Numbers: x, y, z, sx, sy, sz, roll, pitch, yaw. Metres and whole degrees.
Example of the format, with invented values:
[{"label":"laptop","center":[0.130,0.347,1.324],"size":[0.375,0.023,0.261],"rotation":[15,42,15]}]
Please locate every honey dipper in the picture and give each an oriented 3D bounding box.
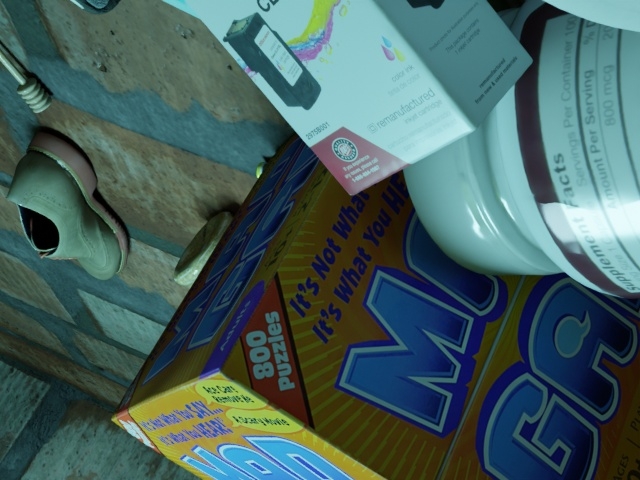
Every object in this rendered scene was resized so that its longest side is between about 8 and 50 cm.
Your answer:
[{"label":"honey dipper","center":[-0.399,-0.229,1.136],"size":[0.030,0.030,0.161],"rotation":[7,144,39]}]

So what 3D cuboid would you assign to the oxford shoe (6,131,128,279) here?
[{"label":"oxford shoe","center":[-0.399,-0.019,1.398],"size":[0.123,0.130,0.348],"rotation":[20,153,19]}]

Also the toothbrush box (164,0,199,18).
[{"label":"toothbrush box","center":[-0.066,-0.267,0.618],"size":[0.295,0.126,0.216],"rotation":[28,154,5]}]

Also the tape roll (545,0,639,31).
[{"label":"tape roll","center":[0.160,-0.221,0.333],"size":[0.246,0.169,0.246],"rotation":[3,146,2]}]

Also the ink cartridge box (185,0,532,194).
[{"label":"ink cartridge box","center":[0.013,-0.128,0.521],"size":[0.175,0.072,0.127],"rotation":[48,147,-10]}]

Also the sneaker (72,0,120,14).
[{"label":"sneaker","center":[-0.271,-0.311,0.817],"size":[0.132,0.086,0.229],"rotation":[21,153,41]}]

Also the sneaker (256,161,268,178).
[{"label":"sneaker","center":[-0.043,-0.060,1.075],"size":[0.035,0.031,0.083],"rotation":[0,142,44]}]

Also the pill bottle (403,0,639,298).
[{"label":"pill bottle","center":[0.249,-0.077,0.528],"size":[0.392,0.224,0.224],"rotation":[-5,138,50]}]

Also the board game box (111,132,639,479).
[{"label":"board game box","center":[0.080,0.092,0.851],"size":[0.356,0.356,0.356],"rotation":[35,153,-12]}]

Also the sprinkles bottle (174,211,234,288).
[{"label":"sprinkles bottle","center":[-0.032,0.108,1.268],"size":[0.355,0.121,0.121],"rotation":[39,153,-18]}]
